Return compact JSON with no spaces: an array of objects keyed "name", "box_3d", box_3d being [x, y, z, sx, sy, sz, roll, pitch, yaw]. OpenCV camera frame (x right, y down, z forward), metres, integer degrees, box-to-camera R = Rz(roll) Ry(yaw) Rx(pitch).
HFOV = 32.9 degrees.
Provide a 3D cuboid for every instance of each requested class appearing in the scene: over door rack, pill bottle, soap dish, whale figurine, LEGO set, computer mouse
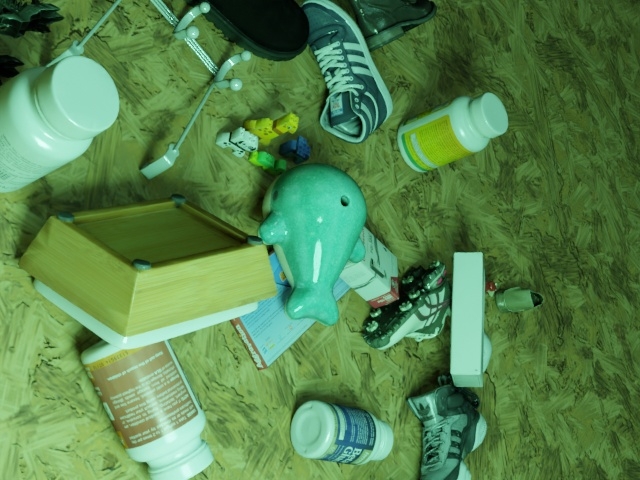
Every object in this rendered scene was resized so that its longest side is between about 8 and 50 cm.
[{"name":"over door rack","box_3d":[-0.249,-0.289,1.718,0.239,0.108,0.324,48,45,-22]},{"name":"pill bottle","box_3d":[-0.374,-0.156,1.430,0.131,0.229,0.131,21,60,-42]},{"name":"soap dish","box_3d":[-0.231,0.033,1.510,0.291,0.229,0.118,-13,124,-50]},{"name":"pill bottle","box_3d":[0.040,0.321,1.791,0.169,0.094,0.094,18,61,-42]},{"name":"whale figurine","box_3d":[0.000,0.000,1.796,0.216,0.141,0.272,15,66,-34]},{"name":"pill bottle","box_3d":[-0.235,0.228,1.507,0.121,0.121,0.216,-30,97,-49]},{"name":"LEGO set","box_3d":[-0.062,-0.165,1.881,0.227,0.093,0.087,30,54,-37]},{"name":"computer mouse","box_3d":[0.303,0.241,2.153,0.106,0.042,0.193,48,45,-21]},{"name":"pill bottle","box_3d":[0.267,-0.221,2.176,0.117,0.208,0.118,22,59,-41]}]

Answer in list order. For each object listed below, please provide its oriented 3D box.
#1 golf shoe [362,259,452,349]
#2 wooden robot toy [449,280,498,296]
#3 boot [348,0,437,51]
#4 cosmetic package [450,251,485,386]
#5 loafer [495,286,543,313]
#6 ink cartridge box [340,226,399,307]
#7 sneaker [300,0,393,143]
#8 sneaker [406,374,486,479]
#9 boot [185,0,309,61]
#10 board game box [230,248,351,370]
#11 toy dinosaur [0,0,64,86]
[{"name":"golf shoe","box_3d":[0.178,0.143,2.014,0.273,0.105,0.120,-40,110,-48]},{"name":"wooden robot toy","box_3d":[0.308,0.123,2.192,0.173,0.076,0.079,1,84,-47]},{"name":"boot","box_3d":[0.121,-0.529,2.236,0.263,0.091,0.229,-39,104,-46]},{"name":"cosmetic package","box_3d":[0.280,0.150,2.059,0.099,0.060,0.239,68,25,-66]},{"name":"loafer","box_3d":[0.428,0.125,2.332,0.148,0.050,0.056,-3,76,-48]},{"name":"ink cartridge box","box_3d":[0.083,0.044,1.955,0.135,0.056,0.099,42,35,-41]},{"name":"sneaker","box_3d":[0.031,-0.314,2.041,0.282,0.099,0.153,56,40,-19]},{"name":"sneaker","box_3d":[0.206,0.359,1.959,0.153,0.101,0.268,56,36,-14]},{"name":"boot","box_3d":[-0.085,-0.451,1.845,0.348,0.260,0.131,27,56,-38]},{"name":"board game box","box_3d":[-0.055,0.086,1.836,0.281,0.027,0.145,-40,106,-48]},{"name":"toy dinosaur","box_3d":[-0.483,-0.340,1.489,0.322,0.164,0.218,-27,80,-31]}]
